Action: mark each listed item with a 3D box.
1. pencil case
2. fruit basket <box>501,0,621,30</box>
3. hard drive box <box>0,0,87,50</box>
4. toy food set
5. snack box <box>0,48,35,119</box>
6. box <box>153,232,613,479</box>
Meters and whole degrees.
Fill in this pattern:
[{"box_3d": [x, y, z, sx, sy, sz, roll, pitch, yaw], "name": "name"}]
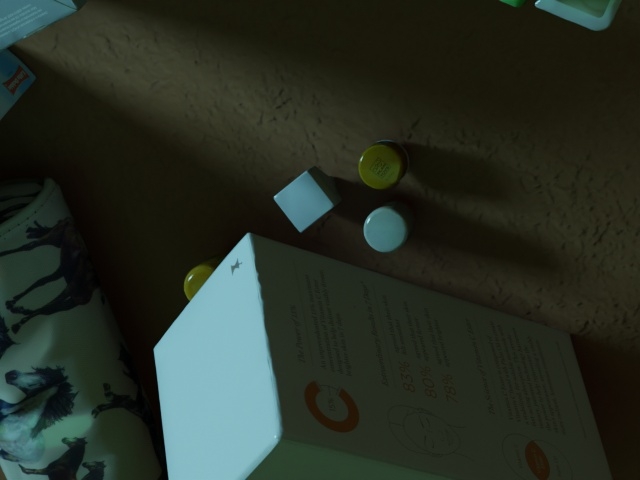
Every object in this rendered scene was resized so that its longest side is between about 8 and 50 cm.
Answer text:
[{"box_3d": [-0.267, 0.139, 1.837, 0.183, 0.160, 0.410, -17, 117, 6], "name": "pencil case"}, {"box_3d": [0.128, -0.361, 1.391, 0.327, 0.165, 0.353, 25, 122, 2], "name": "fruit basket"}, {"box_3d": [-0.241, -0.233, 1.548, 0.181, 0.232, 0.089, -22, 112, 28], "name": "hard drive box"}, {"box_3d": [0.000, 0.000, 1.724, 0.232, 0.104, 0.111, -39, 91, 15], "name": "toy food set"}, {"box_3d": [-0.407, -0.040, 1.755, 0.060, 0.187, 0.322, 45, 124, -13], "name": "snack box"}, {"box_3d": [0.055, 0.164, 1.638, 0.345, 0.215, 0.168, 18, 131, -28], "name": "box"}]
